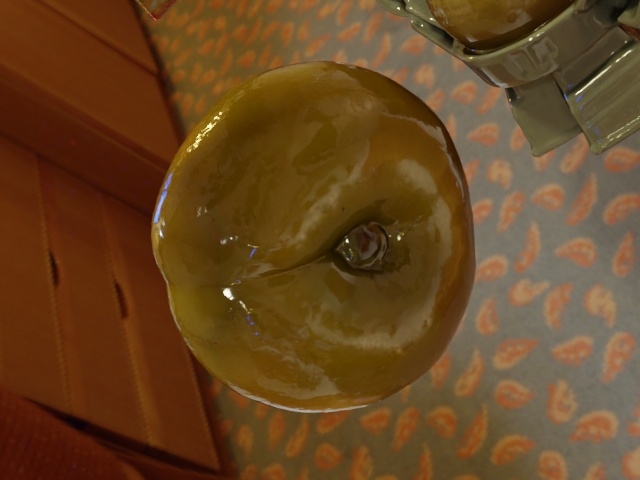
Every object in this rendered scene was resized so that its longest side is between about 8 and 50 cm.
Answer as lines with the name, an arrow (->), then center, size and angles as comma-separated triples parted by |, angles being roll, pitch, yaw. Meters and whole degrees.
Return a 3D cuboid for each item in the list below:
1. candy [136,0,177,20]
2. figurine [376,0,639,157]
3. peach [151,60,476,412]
candy -> -0.111, -0.191, 0.660 | 0.062, 0.122, 0.038 | -45, 80, 1
figurine -> 0.176, -0.217, 0.879 | 0.343, 0.285, 0.167 | -19, 32, 41
peach -> 0.000, 0.000, 0.723 | 0.153, 0.251, 0.251 | 5, 69, 58
